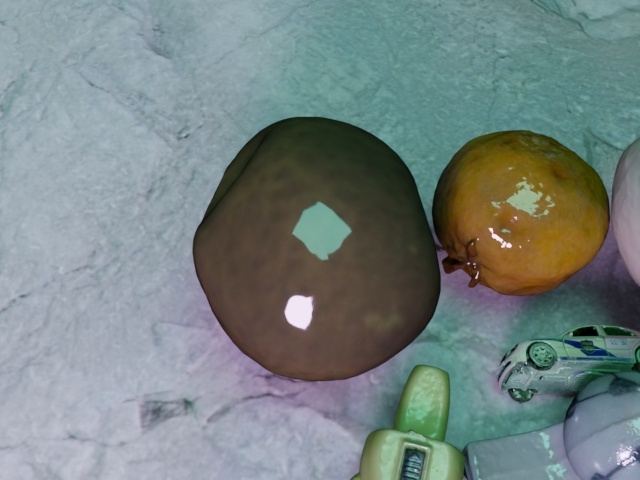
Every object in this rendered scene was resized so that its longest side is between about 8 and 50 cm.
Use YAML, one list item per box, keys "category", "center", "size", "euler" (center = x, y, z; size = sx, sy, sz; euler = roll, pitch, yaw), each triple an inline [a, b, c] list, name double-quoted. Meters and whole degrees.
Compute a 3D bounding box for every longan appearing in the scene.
- category: "longan"
  center: [0.000, 0.000, 1.031]
  size: [0.288, 0.288, 0.350]
  euler: [10, 43, -4]

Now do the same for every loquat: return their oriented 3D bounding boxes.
- category: "loquat"
  center: [0.258, -0.041, 1.151]
  size: [0.238, 0.193, 0.238]
  euler: [6, 62, -11]

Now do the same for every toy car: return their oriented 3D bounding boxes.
- category: "toy car"
  center: [0.327, 0.149, 1.098]
  size: [0.224, 0.090, 0.076]
  euler: [3, 53, -8]

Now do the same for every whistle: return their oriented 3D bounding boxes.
- category: "whistle"
  center: [0.094, 0.269, 0.964]
  size: [0.131, 0.106, 0.288]
  euler: [12, 57, 8]
- category: "whistle"
  center: [0.319, 0.231, 1.002]
  size: [0.289, 0.163, 0.163]
  euler: [-8, 58, -15]

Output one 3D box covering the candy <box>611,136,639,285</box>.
- category: "candy"
  center: [0.559, 0.033, 1.147]
  size: [0.386, 0.186, 0.427]
  euler: [-26, 76, -33]
